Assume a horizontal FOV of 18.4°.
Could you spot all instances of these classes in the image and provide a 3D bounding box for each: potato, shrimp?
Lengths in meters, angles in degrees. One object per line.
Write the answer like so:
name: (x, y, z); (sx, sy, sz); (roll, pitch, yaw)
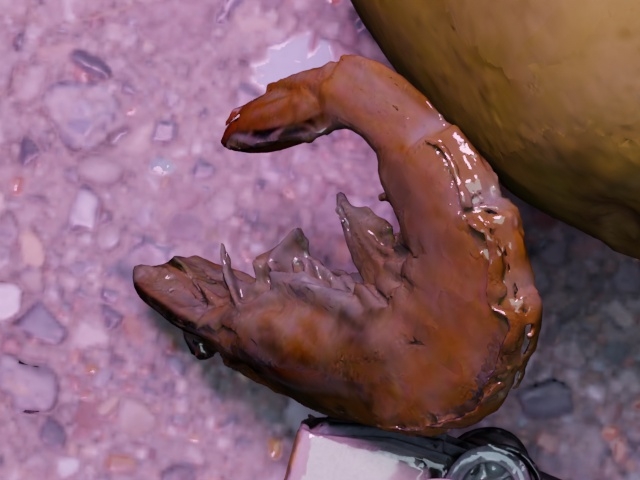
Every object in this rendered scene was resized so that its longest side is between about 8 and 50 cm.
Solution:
potato: (0.118, -0.091, 0.815); (0.213, 0.330, 0.280); (-28, 43, 17)
shrimp: (-0.001, 0.000, 0.867); (0.058, 0.253, 0.173); (-21, 114, -37)

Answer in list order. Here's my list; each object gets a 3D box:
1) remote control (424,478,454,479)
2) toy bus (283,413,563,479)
remote control: (0.115, 0.182, 0.842); (0.229, 0.044, 0.073); (39, 105, -7)
toy bus: (0.141, 0.179, 0.910); (0.342, 0.097, 0.138); (17, 91, 3)
